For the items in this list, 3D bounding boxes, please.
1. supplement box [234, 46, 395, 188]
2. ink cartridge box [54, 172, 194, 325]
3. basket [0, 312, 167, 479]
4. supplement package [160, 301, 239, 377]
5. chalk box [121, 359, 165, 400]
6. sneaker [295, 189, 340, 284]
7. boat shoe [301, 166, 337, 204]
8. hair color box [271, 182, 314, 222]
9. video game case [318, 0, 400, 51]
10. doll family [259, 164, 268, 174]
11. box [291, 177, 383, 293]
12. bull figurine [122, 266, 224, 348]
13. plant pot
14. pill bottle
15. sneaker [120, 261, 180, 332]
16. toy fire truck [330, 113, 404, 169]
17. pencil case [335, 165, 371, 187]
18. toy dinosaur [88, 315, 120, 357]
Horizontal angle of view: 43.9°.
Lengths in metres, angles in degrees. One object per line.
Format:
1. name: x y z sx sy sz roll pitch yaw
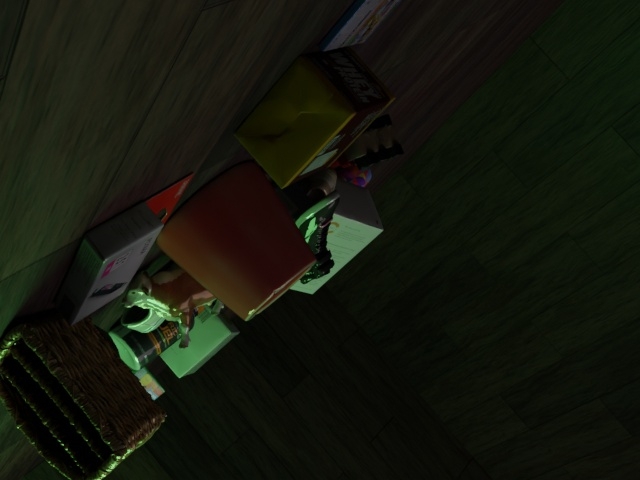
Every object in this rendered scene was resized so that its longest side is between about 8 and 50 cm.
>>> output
1. supplement box: -0.007 -0.217 1.377 0.191 0.129 0.194 -44 174 31
2. ink cartridge box: -0.333 0.019 1.396 0.239 0.060 0.275 -35 173 -39
3. basket: -0.471 0.301 1.437 0.213 0.299 0.223 -40 178 9
4. supplement package: -0.385 0.262 2.345 0.198 0.199 0.262 -41 175 -4
5. chalk box: -0.532 0.394 2.197 0.132 0.132 0.213 -39 -143 -18
6. sneaker: 0.000 0.000 1.978 0.104 0.147 0.296 -34 170 -46
7. boat shoe: -0.027 -0.067 2.117 0.302 0.109 0.098 109 -4 -46
8. hair color box: -0.167 -0.012 2.096 0.185 0.113 0.374 -39 175 -28
9. video game case: 0.072 -0.368 1.316 0.119 0.015 0.166 -45 174 32
10. doll family: -0.079 -0.174 1.589 0.111 0.076 0.193 -36 170 -3
11. box: -0.018 -0.017 2.376 0.215 0.168 0.345 17 132 -39
12. bull figurine: -0.289 0.121 1.793 0.310 0.188 0.101 -25 -149 -32
13. plant pot: -0.156 0.012 1.624 0.275 0.243 0.275 -41 176 -4
14. pill bottle: -0.423 0.218 2.085 0.246 0.130 0.130 -39 175 -30
15. sneaker: -0.373 0.126 1.878 0.258 0.094 0.091 -50 156 15
16. toy fire truck: 0.077 -0.216 2.143 0.246 0.158 0.217 -20 -177 36
17. pencil case: 0.064 -0.174 2.533 0.236 0.104 0.104 -38 175 -38
18. toy dinosaur: -0.475 0.240 1.680 0.121 0.160 0.313 -37 175 -43
